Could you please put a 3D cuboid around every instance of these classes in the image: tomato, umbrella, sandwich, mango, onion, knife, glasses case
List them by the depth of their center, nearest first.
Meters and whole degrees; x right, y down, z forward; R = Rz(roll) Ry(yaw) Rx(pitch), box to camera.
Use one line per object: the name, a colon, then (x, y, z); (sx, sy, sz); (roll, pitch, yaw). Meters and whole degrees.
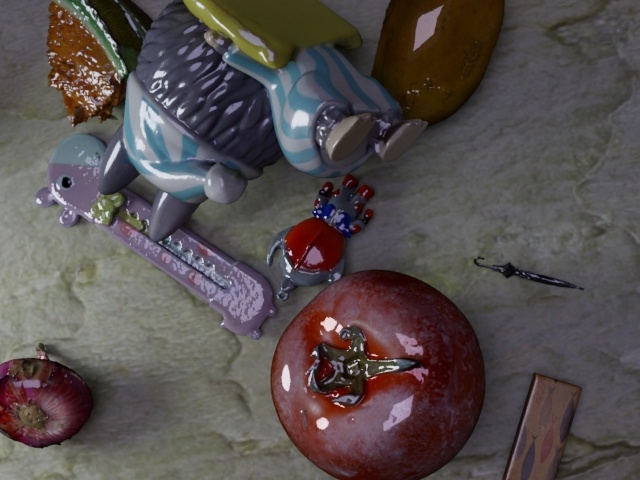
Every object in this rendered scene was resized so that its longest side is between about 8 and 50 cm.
tomato: (0.080, 0.177, 1.590); (0.270, 0.227, 0.270); (-8, 71, 25)
glasses case: (0.282, 0.261, 1.640); (0.065, 0.041, 0.169); (17, 88, 0)
mango: (0.147, -0.268, 1.667); (0.156, 0.151, 0.248); (31, 99, 43)
umbrella: (0.274, 0.047, 1.672); (0.149, 0.022, 0.022); (17, 52, 3)
onion: (-0.385, 0.200, 1.746); (0.150, 0.140, 0.150); (0, 128, 0)
knife: (-0.226, -0.005, 1.758); (0.399, 0.038, 0.132); (34, 95, 11)
sandwich: (-0.317, -0.268, 1.771); (0.160, 0.109, 0.184); (-44, 81, 25)

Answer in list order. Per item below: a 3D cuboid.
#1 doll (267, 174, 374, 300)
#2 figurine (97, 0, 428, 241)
doll: (-0.001, 0.000, 1.706); (0.104, 0.062, 0.194); (35, 84, -6)
figurine: (-0.101, -0.126, 1.654); (0.361, 0.266, 0.377); (50, 124, 29)
